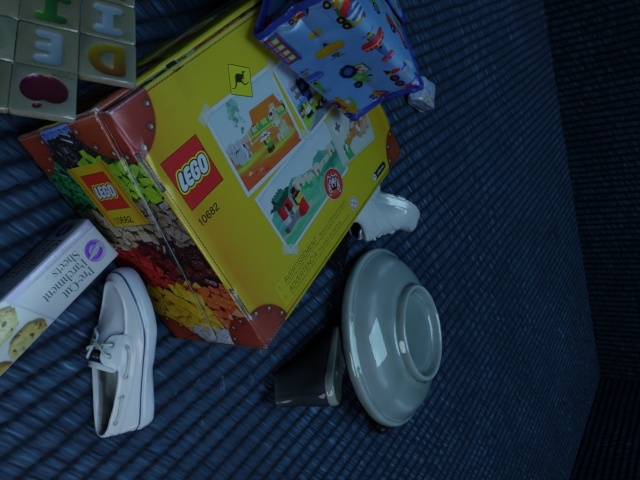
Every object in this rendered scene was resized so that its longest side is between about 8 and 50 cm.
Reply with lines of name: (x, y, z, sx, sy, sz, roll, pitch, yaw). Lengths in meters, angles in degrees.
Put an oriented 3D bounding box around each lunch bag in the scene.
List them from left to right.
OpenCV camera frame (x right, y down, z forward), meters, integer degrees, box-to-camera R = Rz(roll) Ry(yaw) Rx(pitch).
lunch bag: (0.034, -0.368, 0.807, 0.221, 0.138, 0.293, 30, 52, -45)
lunch bag: (0.263, -0.387, 1.439, 0.083, 0.053, 0.071, 19, 72, -40)

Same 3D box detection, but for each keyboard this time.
keyboard: (0.000, 0.000, 1.117, 0.180, 0.023, 0.108, 47, 47, -38)

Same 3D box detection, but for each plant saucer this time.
plant saucer: (0.188, 0.208, 1.229, 0.400, 0.101, 0.400, 24, 60, -52)

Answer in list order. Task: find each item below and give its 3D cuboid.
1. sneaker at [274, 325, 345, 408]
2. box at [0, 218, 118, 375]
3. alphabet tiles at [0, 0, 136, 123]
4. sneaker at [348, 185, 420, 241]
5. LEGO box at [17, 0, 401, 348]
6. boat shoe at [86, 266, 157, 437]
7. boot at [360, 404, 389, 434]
sneaker: (-0.019, 0.234, 1.045, 0.222, 0.118, 0.083, -70, 149, -71)
box: (-0.368, 0.103, 0.615, 0.324, 0.063, 0.067, -56, 130, -37)
alphabet tiles: (-0.338, -0.272, 0.561, 0.285, 0.011, 0.342, 4, 62, -28)
sneaker: (0.115, -0.057, 1.216, 0.297, 0.111, 0.129, 17, 88, -46)
LEGO box: (-0.108, -0.145, 0.847, 0.500, 0.193, 0.372, -53, 127, -38)
boat shoe: (-0.267, 0.151, 0.723, 0.076, 0.083, 0.226, -12, 99, -52)
boot: (0.144, 0.377, 1.262, 0.121, 0.045, 0.099, -50, 125, -33)
